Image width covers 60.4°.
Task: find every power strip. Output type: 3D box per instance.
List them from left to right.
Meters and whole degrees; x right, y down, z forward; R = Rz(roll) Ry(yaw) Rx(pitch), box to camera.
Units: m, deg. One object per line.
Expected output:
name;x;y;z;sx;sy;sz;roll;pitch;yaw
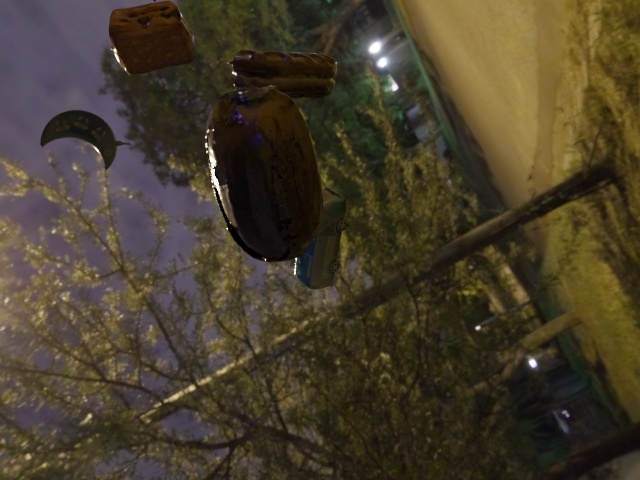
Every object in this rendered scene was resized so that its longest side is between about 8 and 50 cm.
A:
power strip;-0.623;-0.274;1.474;0.215;0.137;0.044;18;168;-14

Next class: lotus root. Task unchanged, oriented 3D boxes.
lotus root;-0.095;-0.103;1.014;0.179;0.195;0.398;-55;-32;-38

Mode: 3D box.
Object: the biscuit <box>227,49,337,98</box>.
biscuit;-0.091;-0.439;1.447;0.366;0.268;0.115;-92;6;-70

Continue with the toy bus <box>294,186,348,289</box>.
toy bus;0.000;0.000;1.384;0.109;0.262;0.091;-15;-145;-37

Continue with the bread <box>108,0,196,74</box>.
bread;-0.441;-0.532;1.437;0.235;0.210;0.099;125;129;-79
